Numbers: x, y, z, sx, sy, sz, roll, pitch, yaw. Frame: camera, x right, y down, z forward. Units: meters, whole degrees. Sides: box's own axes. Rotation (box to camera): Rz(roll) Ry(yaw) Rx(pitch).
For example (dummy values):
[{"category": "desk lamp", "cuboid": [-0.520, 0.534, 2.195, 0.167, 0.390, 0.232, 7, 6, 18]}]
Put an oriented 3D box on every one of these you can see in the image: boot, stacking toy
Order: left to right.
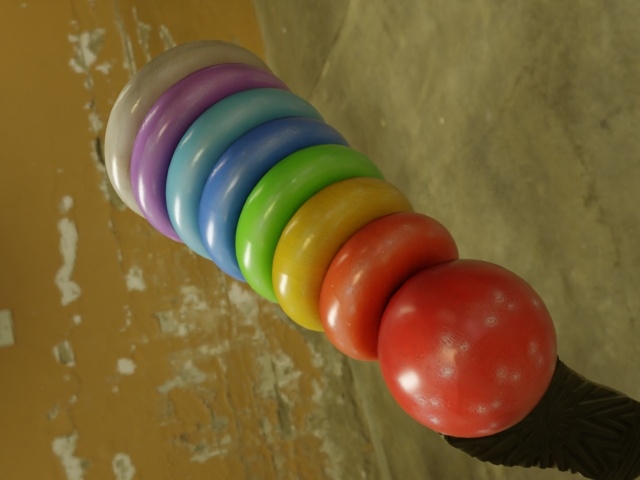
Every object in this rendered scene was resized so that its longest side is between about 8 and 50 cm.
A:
[{"category": "stacking toy", "cuboid": [0.000, 0.000, 0.510, 0.330, 0.141, 0.141, 41, 145, 40]}, {"category": "boot", "cuboid": [0.098, 0.097, 0.684, 0.089, 0.236, 0.269, -61, 26, -3]}]
